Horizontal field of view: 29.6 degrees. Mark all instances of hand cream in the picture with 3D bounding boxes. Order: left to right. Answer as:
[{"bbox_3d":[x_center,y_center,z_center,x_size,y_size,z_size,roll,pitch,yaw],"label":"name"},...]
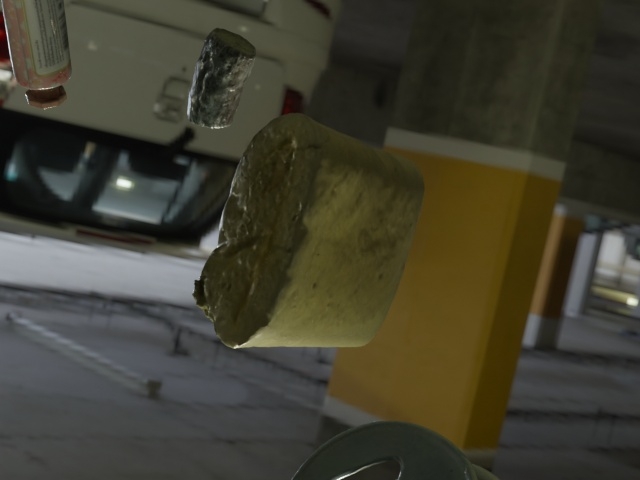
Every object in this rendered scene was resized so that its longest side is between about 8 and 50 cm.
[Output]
[{"bbox_3d":[-0.211,-0.191,0.873,0.043,0.210,0.067,23,-138,25],"label":"hand cream"}]

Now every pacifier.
[{"bbox_3d":[0.049,0.262,0.958,0.227,0.279,0.207,-27,147,21],"label":"pacifier"}]

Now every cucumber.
[{"bbox_3d":[-0.115,-0.179,1.369,0.064,0.112,0.064,19,-155,-9],"label":"cucumber"}]

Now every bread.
[{"bbox_3d":[0.000,0.000,0.751,0.060,0.139,0.178,19,-178,26],"label":"bread"}]
